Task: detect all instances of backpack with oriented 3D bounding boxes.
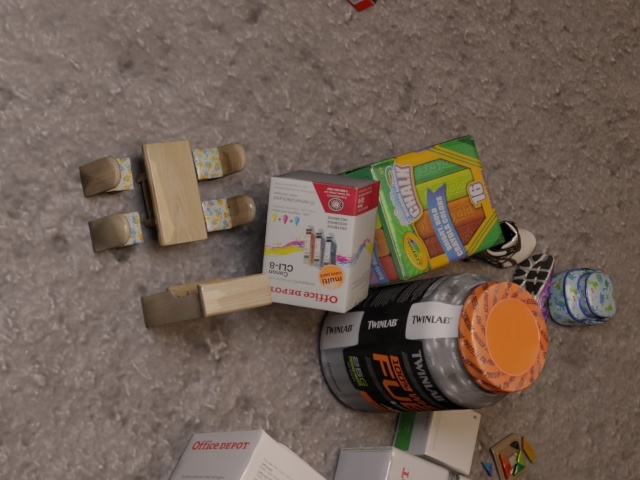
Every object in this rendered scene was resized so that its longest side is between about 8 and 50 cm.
[{"bbox_3d":[0.464,0.098,2.196,0.114,0.084,0.105,2,79,-36],"label":"backpack"}]

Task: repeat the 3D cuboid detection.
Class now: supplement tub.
[{"bbox_3d":[0.161,0.151,1.794,0.193,0.316,0.193,8,76,-37],"label":"supplement tub"}]

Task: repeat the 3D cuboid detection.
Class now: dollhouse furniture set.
[{"bbox_3d":[-0.174,-0.017,1.656,0.212,0.161,0.242,-10,88,-39],"label":"dollhouse furniture set"}]

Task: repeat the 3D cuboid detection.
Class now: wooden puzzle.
[{"bbox_3d":[0.320,0.368,2.077,0.116,0.014,0.078,-33,103,-37],"label":"wooden puzzle"}]

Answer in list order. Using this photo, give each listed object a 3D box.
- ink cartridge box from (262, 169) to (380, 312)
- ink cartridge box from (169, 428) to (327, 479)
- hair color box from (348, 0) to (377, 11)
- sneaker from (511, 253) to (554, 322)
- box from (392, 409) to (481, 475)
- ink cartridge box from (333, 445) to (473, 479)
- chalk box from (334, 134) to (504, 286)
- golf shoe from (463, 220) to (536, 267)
[{"bbox_3d":[0.000,0.000,1.717,0.127,0.128,0.176,-26,123,-72],"label":"ink cartridge box"},{"bbox_3d":[-0.114,0.389,1.624,0.168,0.171,0.232,42,59,-26],"label":"ink cartridge box"},{"bbox_3d":[0.078,-0.449,2.013,0.072,0.043,0.141,39,59,-26],"label":"hair color box"},{"bbox_3d":[0.367,0.104,2.144,0.071,0.068,0.170,35,70,-46],"label":"sneaker"},{"bbox_3d":[0.180,0.304,1.928,0.102,0.087,0.101,29,65,-32],"label":"box"},{"bbox_3d":[0.154,0.460,1.852,0.307,0.129,0.223,28,66,-32],"label":"ink cartridge box"},{"bbox_3d":[0.101,-0.031,1.867,0.289,0.179,0.180,-20,94,-39],"label":"chalk box"},{"bbox_3d":[0.312,0.005,2.086,0.198,0.094,0.077,-3,83,-40],"label":"golf shoe"}]
